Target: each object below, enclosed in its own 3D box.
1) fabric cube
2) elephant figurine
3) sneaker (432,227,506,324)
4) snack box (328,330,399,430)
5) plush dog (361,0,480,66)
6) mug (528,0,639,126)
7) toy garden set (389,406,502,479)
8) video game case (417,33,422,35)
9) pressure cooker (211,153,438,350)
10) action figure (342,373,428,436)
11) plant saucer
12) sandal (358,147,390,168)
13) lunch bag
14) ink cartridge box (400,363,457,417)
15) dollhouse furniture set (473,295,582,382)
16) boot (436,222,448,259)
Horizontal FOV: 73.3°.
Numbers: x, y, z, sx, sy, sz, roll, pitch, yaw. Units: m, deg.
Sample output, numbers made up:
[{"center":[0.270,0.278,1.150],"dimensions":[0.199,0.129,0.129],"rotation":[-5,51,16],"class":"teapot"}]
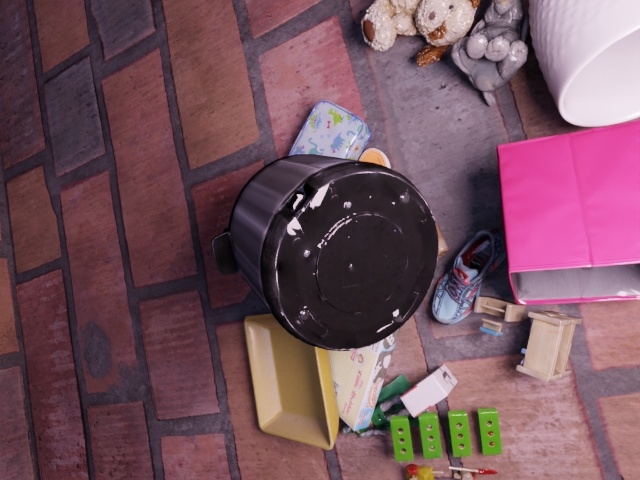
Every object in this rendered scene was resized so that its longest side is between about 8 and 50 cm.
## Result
[{"center":[0.492,-0.033,0.826],"dimensions":[0.259,0.254,0.258],"rotation":[-7,66,26],"class":"fabric cube"},{"center":[0.413,-0.477,0.977],"dimensions":[0.169,0.186,0.239],"rotation":[28,72,-10],"class":"elephant figurine"},{"center":[0.329,0.078,1.000],"dimensions":[0.104,0.125,0.262],"rotation":[34,101,32],"class":"sneaker"},{"center":[0.084,0.287,1.092],"dimensions":[0.187,0.060,0.322],"rotation":[29,110,46],"class":"snack box"},{"center":[0.261,-0.563,1.040],"dimensions":[0.225,0.210,0.262],"rotation":[39,133,7],"class":"plush dog"},{"center":[0.601,-0.446,0.821],"dimensions":[0.374,0.276,0.328],"rotation":[-11,65,10],"class":"mug"},{"center":[0.301,0.498,1.029],"dimensions":[0.244,0.049,0.203],"rotation":[-8,99,8],"class":"toy garden set"},{"center":[0.303,-0.585,1.102],"dimensions":[0.087,0.011,0.122],"rotation":[18,96,24],"class":"video game case"},{"center":[0.001,-0.006,0.938],"dimensions":[0.375,0.370,0.420],"rotation":[-59,29,-1],"class":"pressure cooker"},{"center":[0.150,0.454,1.113],"dimensions":[0.232,0.063,0.137],"rotation":[-34,78,24],"class":"action figure"},{"center":[-0.073,0.354,1.159],"dimensions":[0.333,0.081,0.332],"rotation":[-17,81,49],"class":"plant saucer"},{"center":[0.101,-0.118,1.144],"dimensions":[0.102,0.076,0.265],"rotation":[27,99,23],"class":"sandal"},{"center":[0.021,-0.259,1.180],"dimensions":[0.176,0.090,0.219],"rotation":[33,102,21],"class":"lunch bag"},{"center":[0.260,0.353,1.021],"dimensions":[0.099,0.135,0.056],"rotation":[-43,69,17],"class":"ink cartridge box"},{"center":[0.451,0.210,0.959],"dimensions":[0.184,0.129,0.129],"rotation":[14,95,49],"class":"dollhouse furniture set"},{"center":[0.189,0.012,1.113],"dimensions":[0.248,0.090,0.207],"rotation":[-43,57,23],"class":"boot"}]
